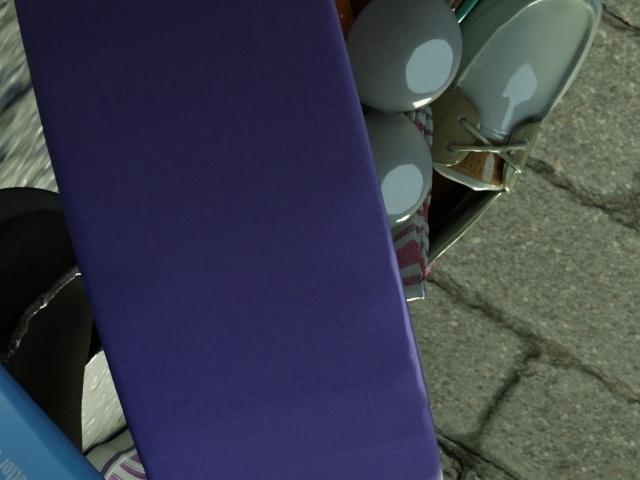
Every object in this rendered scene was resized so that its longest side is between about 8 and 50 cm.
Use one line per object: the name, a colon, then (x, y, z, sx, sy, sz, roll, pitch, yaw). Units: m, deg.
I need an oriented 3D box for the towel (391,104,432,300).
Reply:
towel: (-0.002, -0.027, 1.192, 0.197, 0.144, 0.029, -86, 157, -43)

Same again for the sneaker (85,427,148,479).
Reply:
sneaker: (-0.138, 0.246, 1.596, 0.102, 0.161, 0.282, -60, 173, 19)

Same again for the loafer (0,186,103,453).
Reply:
loafer: (-0.160, 0.092, 0.802, 0.134, 0.130, 0.366, -62, 173, 28)

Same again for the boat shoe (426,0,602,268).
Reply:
boat shoe: (0.116, -0.079, 1.425, 0.302, 0.113, 0.103, -56, -154, 36)

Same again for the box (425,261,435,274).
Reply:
box: (0.069, -0.098, 1.599, 0.247, 0.163, 0.142, -62, 172, 28)

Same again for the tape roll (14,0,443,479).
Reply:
tape roll: (-0.033, -0.033, 0.653, 0.090, 0.275, 0.275, -15, 171, -1)

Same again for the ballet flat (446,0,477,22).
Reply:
ballet flat: (0.048, -0.180, 1.260, 0.107, 0.106, 0.316, -57, -177, -1)

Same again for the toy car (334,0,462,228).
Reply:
toy car: (-0.014, -0.093, 1.109, 0.136, 0.159, 0.182, -4, 117, -36)

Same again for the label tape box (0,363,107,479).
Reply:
label tape box: (-0.194, 0.184, 0.545, 0.347, 0.115, 0.249, -44, 143, -11)
